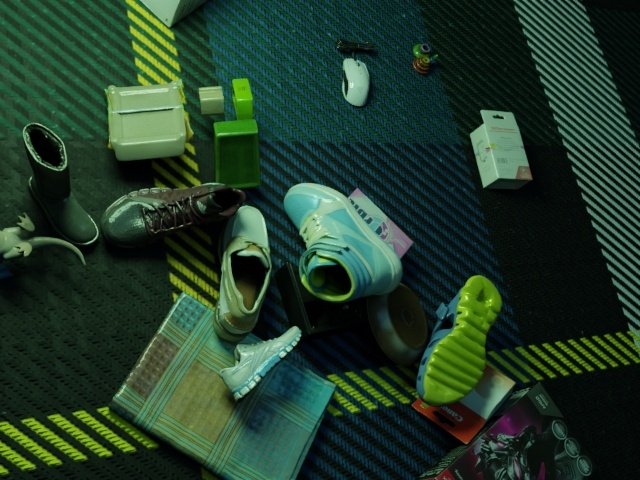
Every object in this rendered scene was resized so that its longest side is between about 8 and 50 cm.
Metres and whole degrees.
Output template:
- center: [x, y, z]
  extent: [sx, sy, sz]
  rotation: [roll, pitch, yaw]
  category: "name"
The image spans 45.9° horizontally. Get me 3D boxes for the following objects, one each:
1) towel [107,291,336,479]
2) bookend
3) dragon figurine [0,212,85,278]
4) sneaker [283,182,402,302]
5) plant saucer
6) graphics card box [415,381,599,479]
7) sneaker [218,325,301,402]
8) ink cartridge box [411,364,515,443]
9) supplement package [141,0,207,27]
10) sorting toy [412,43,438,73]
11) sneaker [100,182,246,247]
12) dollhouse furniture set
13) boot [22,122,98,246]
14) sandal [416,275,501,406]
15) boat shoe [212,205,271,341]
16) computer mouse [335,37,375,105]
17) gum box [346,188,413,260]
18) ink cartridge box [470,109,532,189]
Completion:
- center: [-0.169, 0.296, 1.420]
  extent: [0.370, 0.040, 0.271]
  rotation: [34, 56, -9]
  category: "towel"
- center: [0.006, 0.118, 1.567]
  extent: [0.157, 0.072, 0.156]
  rotation: [-8, 71, -30]
  category: "bookend"
- center: [-0.572, 0.016, 1.318]
  extent: [0.289, 0.144, 0.085]
  rotation: [7, 62, -45]
  category: "dragon figurine"
- center: [0.000, 0.000, 1.521]
  extent: [0.319, 0.127, 0.208]
  rotation: [41, 32, 24]
  category: "sneaker"
- center: [0.174, 0.166, 1.604]
  extent: [0.199, 0.036, 0.198]
  rotation: [31, 46, -39]
  category: "plant saucer"
- center: [0.394, 0.493, 1.577]
  extent: [0.371, 0.094, 0.232]
  rotation: [-29, 82, -34]
  category: "graphics card box"
- center: [-0.114, 0.213, 1.426]
  extent: [0.083, 0.071, 0.191]
  rotation: [45, 55, 7]
  category: "sneaker"
- center: [0.303, 0.324, 1.600]
  extent: [0.145, 0.045, 0.179]
  rotation: [32, 48, 28]
  category: "ink cartridge box"
- center: [-0.326, -0.634, 1.699]
  extent: [0.194, 0.149, 0.203]
  rotation: [43, 55, -3]
  category: "supplement package"
- center: [0.279, -0.486, 1.996]
  extent: [0.061, 0.042, 0.101]
  rotation: [19, 60, -18]
  category: "sorting toy"
- center: [-0.270, -0.062, 1.443]
  extent: [0.281, 0.163, 0.106]
  rotation: [-20, 98, -29]
  category: "sneaker"
- center: [-0.287, -0.218, 1.581]
  extent: [0.302, 0.151, 0.197]
  rotation: [-6, 49, -11]
  category: "dollhouse furniture set"
- center: [-0.461, -0.094, 1.349]
  extent: [0.189, 0.208, 0.076]
  rotation: [45, 57, -1]
  category: "boot"
- center: [0.282, 0.224, 1.612]
  extent: [0.126, 0.138, 0.317]
  rotation: [42, 54, -9]
  category: "sandal"
- center: [-0.141, 0.046, 1.491]
  extent: [0.113, 0.103, 0.302]
  rotation: [16, 52, -22]
  category: "boat shoe"
- center: [0.092, -0.422, 1.875]
  extent: [0.106, 0.042, 0.192]
  rotation: [8, 64, -24]
  category: "computer mouse"
- center: [0.108, -0.009, 1.681]
  extent: [0.188, 0.062, 0.107]
  rotation: [44, 56, -2]
  category: "gum box"
- center: [0.463, -0.235, 1.959]
  extent: [0.115, 0.067, 0.198]
  rotation: [1, 69, -27]
  category: "ink cartridge box"
